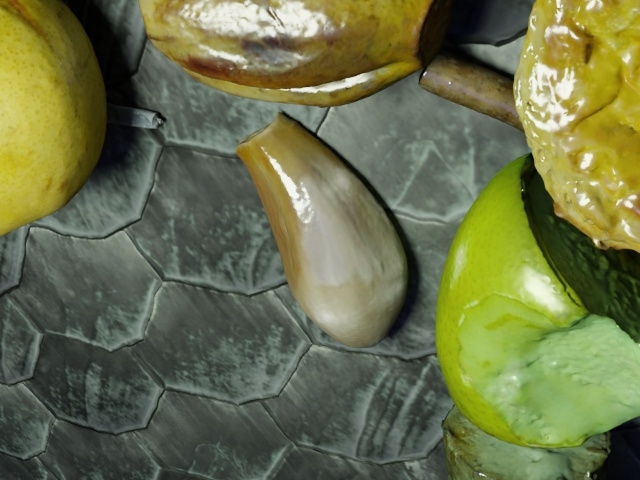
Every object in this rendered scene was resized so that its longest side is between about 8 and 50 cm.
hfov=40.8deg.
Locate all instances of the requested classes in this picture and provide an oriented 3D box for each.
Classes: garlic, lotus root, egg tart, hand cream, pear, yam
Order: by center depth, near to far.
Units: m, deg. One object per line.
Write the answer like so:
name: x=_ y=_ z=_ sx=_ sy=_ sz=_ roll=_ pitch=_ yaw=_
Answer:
egg tart: x=0.321 y=-0.131 z=0.685 sx=0.341 sy=0.129 sz=0.341 roll=14 pitch=126 yaw=20
lotus root: x=-0.021 y=-0.205 z=0.795 sx=0.291 sy=0.193 sz=0.193 roll=5 pitch=127 yaw=22
yam: x=0.248 y=-0.101 z=0.817 sx=0.327 sy=0.045 sz=0.045 roll=25 pitch=93 yaw=7
pear: x=0.221 y=0.100 z=0.903 sx=0.286 sy=0.176 sz=0.282 roll=40 pitch=135 yaw=-3
pear: x=-0.393 y=-0.161 z=0.965 sx=0.315 sy=0.314 sz=0.314 roll=15 pitch=131 yaw=18
garlic: x=0.008 y=-0.001 z=1.005 sx=0.143 sy=0.112 sz=0.318 roll=-15 pitch=106 yaw=40
hand cream: x=-0.234 y=-0.153 z=1.063 sx=0.093 sy=0.019 sz=0.030 roll=10 pitch=128 yaw=25
yam: x=0.255 y=0.332 z=1.063 sx=0.195 sy=0.195 sz=0.299 roll=8 pitch=128 yaw=24
